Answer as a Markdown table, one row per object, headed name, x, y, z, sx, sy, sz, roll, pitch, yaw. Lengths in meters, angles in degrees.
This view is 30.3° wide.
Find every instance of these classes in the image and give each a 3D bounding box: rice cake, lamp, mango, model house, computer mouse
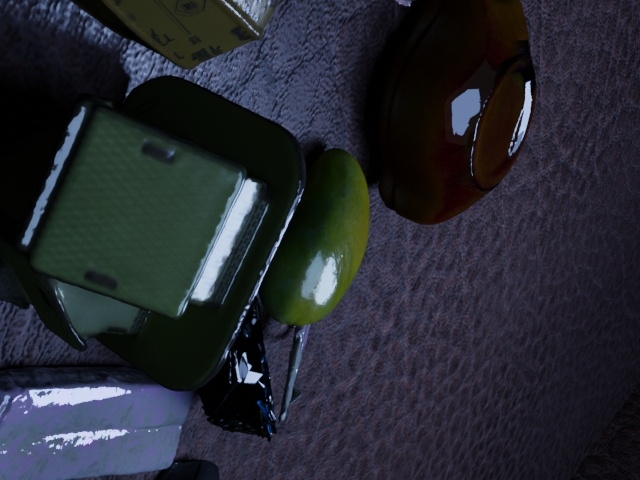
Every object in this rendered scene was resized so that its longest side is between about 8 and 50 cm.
| name | x | y | z | sx | sy | sz | roll | pitch | yaw |
| --- | --- | --- | --- | --- | --- | --- | --- | --- | --- |
| rice cake | -0.217 | 0.164 | 1.068 | 0.298 | 0.050 | 0.106 | 10 | 107 | -62 |
| lamp | -0.108 | -0.212 | 0.803 | 0.161 | 0.161 | 0.185 | -59 | 153 | -5 |
| mango | 0.001 | 0.003 | 1.252 | 0.191 | 0.085 | 0.122 | -58 | 134 | -16 |
| model house | -0.181 | -0.033 | 0.816 | 0.278 | 0.204 | 0.218 | 19 | 97 | -55 |
| computer mouse | -0.164 | 0.310 | 1.287 | 0.172 | 0.057 | 0.099 | -43 | 146 | -28 |
| computer mouse | -0.089 | 0.128 | 1.190 | 0.077 | 0.147 | 0.242 | -10 | 152 | -5 |

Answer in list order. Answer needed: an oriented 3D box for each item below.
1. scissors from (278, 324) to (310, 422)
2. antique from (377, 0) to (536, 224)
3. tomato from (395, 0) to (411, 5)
| name | x | y | z | sx | sy | sz | roll | pitch | yaw |
| --- | --- | --- | --- | --- | --- | --- | --- | --- | --- |
| scissors | -0.024 | 0.121 | 1.289 | 0.212 | 0.021 | 0.110 | -82 | 179 | -53 |
| antique | 0.155 | -0.153 | 1.339 | 0.223 | 0.129 | 0.278 | -9 | 120 | -55 |
| tomato | 0.074 | -0.334 | 1.079 | 0.225 | 0.085 | 0.225 | -36 | 142 | -35 |
